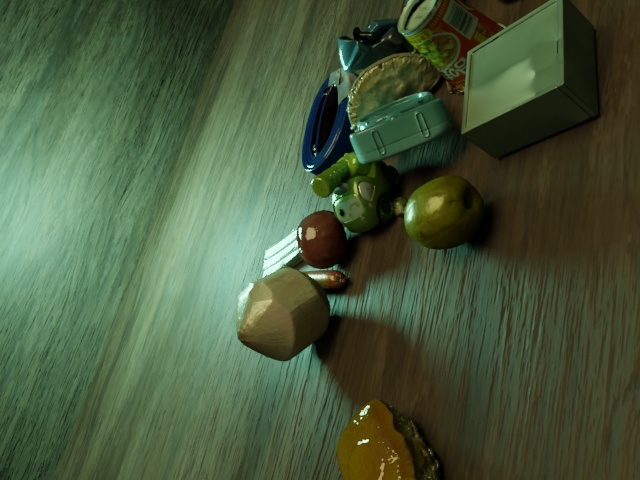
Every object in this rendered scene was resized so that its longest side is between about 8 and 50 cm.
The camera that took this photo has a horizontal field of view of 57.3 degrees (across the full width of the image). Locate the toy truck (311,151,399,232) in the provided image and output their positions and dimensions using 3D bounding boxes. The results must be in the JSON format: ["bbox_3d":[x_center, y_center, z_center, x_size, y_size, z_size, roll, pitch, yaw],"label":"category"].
[{"bbox_3d":[0.086,-0.135,1.445,0.148,0.211,0.187,-23,32,50],"label":"toy truck"}]

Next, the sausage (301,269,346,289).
[{"bbox_3d":[-0.040,0.109,1.578,0.348,0.053,0.053,-8,61,54],"label":"sausage"}]

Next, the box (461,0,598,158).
[{"bbox_3d":[0.409,-0.314,1.156,0.225,0.118,0.224,-23,49,49],"label":"box"}]

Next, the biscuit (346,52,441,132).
[{"bbox_3d":[0.165,-0.375,1.509,0.281,0.179,0.084,-44,36,30],"label":"biscuit"}]

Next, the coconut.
[{"bbox_3d":[-0.103,0.184,1.426,0.234,0.224,0.224,-37,19,-29],"label":"coconut"}]

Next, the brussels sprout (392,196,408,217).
[{"bbox_3d":[0.201,-0.074,1.359,0.083,0.046,0.050,30,100,59],"label":"brussels sprout"}]

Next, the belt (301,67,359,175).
[{"bbox_3d":[0.054,-0.336,1.713,0.212,0.117,0.346,-20,51,51],"label":"belt"}]

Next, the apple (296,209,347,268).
[{"bbox_3d":[0.000,0.000,1.511,0.153,0.120,0.153,172,90,-76],"label":"apple"}]

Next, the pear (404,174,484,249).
[{"bbox_3d":[0.246,-0.052,1.173,0.162,0.149,0.148,-37,39,49],"label":"pear"}]

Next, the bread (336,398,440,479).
[{"bbox_3d":[0.118,0.413,1.043,0.174,0.121,0.245,-49,35,20],"label":"bread"}]

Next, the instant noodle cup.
[{"bbox_3d":[0.295,-0.474,1.356,0.193,0.212,0.193,-37,40,38],"label":"instant noodle cup"}]

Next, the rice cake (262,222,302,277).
[{"bbox_3d":[-0.106,0.038,1.747,0.211,0.038,0.124,-31,43,43],"label":"rice cake"}]

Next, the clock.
[{"bbox_3d":[0.185,-0.276,1.387,0.224,0.094,0.274,-20,18,12],"label":"clock"}]

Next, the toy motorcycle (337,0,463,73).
[{"bbox_3d":[0.201,-0.555,1.542,0.416,0.232,0.172,-54,28,15],"label":"toy motorcycle"}]
